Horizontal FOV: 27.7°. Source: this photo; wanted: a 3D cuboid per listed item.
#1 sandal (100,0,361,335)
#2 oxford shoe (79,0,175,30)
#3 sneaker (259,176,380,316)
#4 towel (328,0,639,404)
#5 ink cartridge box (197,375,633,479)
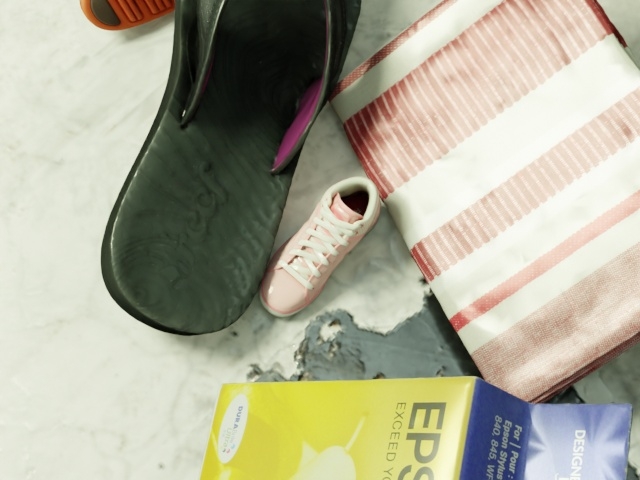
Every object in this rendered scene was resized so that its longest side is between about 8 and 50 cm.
[{"bbox_3d":[-0.048,-0.139,1.051,0.167,0.107,0.446,19,73,-23],"label":"sandal"},{"bbox_3d":[-0.127,-0.293,1.161,0.098,0.097,0.271,29,68,35],"label":"oxford shoe"},{"bbox_3d":[0.000,0.000,1.048,0.051,0.070,0.134,41,73,10],"label":"sneaker"},{"bbox_3d":[0.167,-0.056,1.038,0.237,0.037,0.329,-36,67,18],"label":"towel"},{"bbox_3d":[0.032,0.238,0.839,0.307,0.072,0.304,-9,58,38],"label":"ink cartridge box"}]
